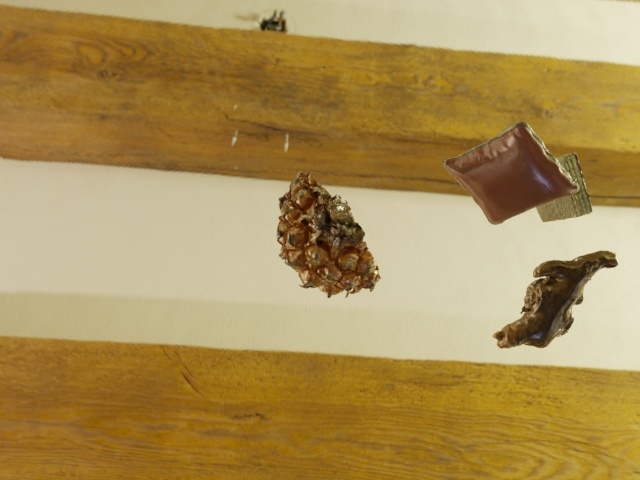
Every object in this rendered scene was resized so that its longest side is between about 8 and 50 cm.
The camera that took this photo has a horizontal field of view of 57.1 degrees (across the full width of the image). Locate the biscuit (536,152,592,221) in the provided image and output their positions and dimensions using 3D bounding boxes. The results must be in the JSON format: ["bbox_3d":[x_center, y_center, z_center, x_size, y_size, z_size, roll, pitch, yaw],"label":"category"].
[{"bbox_3d":[0.468,-0.099,1.168,0.040,0.199,0.121,-17,-92,0],"label":"biscuit"}]

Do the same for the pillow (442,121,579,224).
[{"bbox_3d":[0.330,-0.116,1.030,0.171,0.179,0.075,45,-131,-17],"label":"pillow"}]

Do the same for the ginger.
[{"bbox_3d":[0.540,0.143,1.377,0.166,0.333,0.080,23,-154,-18],"label":"ginger"}]

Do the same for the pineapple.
[{"bbox_3d":[0.003,0.005,0.999,0.139,0.164,0.250,-36,-82,-10],"label":"pineapple"}]
